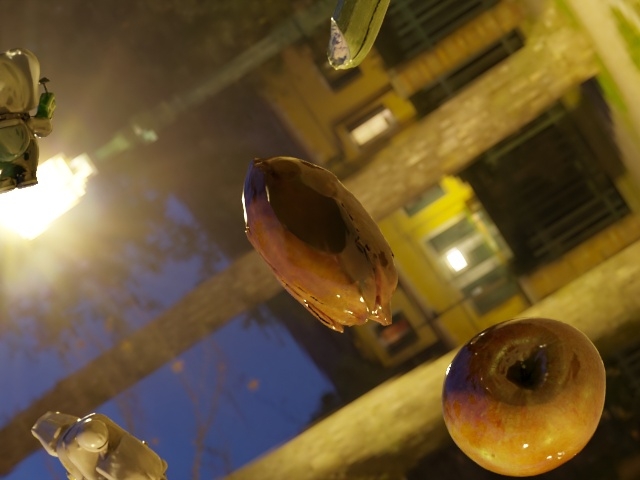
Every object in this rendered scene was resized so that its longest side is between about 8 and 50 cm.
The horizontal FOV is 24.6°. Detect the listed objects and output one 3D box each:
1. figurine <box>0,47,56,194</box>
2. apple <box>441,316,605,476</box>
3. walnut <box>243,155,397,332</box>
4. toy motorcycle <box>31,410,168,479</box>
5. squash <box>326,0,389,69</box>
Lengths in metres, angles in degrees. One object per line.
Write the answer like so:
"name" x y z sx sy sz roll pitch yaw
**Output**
"figurine" -0.388 -0.151 1.746 0.126 0.147 0.192 176 78 -83
"apple" 0.286 0.222 2.070 0.207 0.237 0.237 72 172 -58
"walnut" 0.000 0.000 1.659 0.245 0.137 0.137 45 -175 13
"toy motorcycle" -0.322 0.343 2.235 0.340 0.108 0.223 14 145 47
"squash" 0.065 -0.346 2.071 0.069 0.239 0.069 19 165 5
